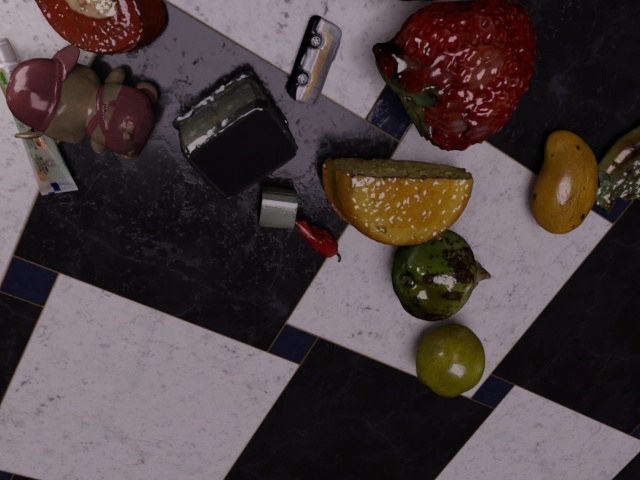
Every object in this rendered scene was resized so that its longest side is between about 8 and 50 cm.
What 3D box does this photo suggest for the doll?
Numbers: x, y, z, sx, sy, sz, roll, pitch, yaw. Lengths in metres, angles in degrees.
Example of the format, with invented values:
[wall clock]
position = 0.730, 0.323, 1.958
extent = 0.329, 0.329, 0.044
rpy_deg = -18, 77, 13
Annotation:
[doll]
position = -0.455, -0.263, 0.960
extent = 0.255, 0.152, 0.196
rpy_deg = 15, 68, -25

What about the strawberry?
[strawberry]
position = 0.292, -0.342, 0.981
extent = 0.309, 0.292, 0.292
rpy_deg = -27, 117, 18

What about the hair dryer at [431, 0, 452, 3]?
[hair dryer]
position = 0.126, -0.483, 0.782
extent = 0.352, 0.125, 0.210
rpy_deg = -5, 114, 0

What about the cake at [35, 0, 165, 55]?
[cake]
position = -0.405, -0.470, 0.878
extent = 0.176, 0.151, 0.283
rpy_deg = -12, 116, 9

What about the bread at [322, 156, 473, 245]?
[bread]
position = 0.173, -0.083, 1.121
extent = 0.339, 0.194, 0.179
rpy_deg = 1, 109, -14

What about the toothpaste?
[toothpaste]
position = -0.585, -0.240, 1.004
extent = 0.056, 0.058, 0.315
rpy_deg = -37, 131, -41

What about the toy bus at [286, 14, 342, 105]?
[toy bus]
position = -0.012, -0.372, 1.037
extent = 0.072, 0.057, 0.172
rpy_deg = 14, 112, -21

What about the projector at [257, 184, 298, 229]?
[projector]
position = -0.100, -0.077, 1.140
extent = 0.082, 0.083, 0.083
rpy_deg = 5, 114, -12

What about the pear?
[pear]
position = 0.356, 0.327, 1.348
extent = 0.198, 0.198, 0.198
rpy_deg = -4, 115, -8

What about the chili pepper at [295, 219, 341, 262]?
[chili pepper]
position = 0.000, -0.001, 1.201
extent = 0.050, 0.059, 0.191
rpy_deg = -26, 137, 25

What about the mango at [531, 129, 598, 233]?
[mango]
position = 0.599, -0.137, 1.217
extent = 0.157, 0.109, 0.262
rpy_deg = -8, 114, -2

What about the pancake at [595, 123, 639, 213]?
[pancake]
position = 0.901, -0.204, 1.262
extent = 0.426, 0.067, 0.305
rpy_deg = -2, 116, -11

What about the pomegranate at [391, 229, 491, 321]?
[pomegranate]
position = 0.308, 0.094, 1.218
extent = 0.276, 0.204, 0.222
rpy_deg = 22, 128, -16

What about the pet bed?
[pet bed]
position = -0.179, -0.224, 1.031
extent = 0.210, 0.159, 0.183
rpy_deg = -33, 141, 8
